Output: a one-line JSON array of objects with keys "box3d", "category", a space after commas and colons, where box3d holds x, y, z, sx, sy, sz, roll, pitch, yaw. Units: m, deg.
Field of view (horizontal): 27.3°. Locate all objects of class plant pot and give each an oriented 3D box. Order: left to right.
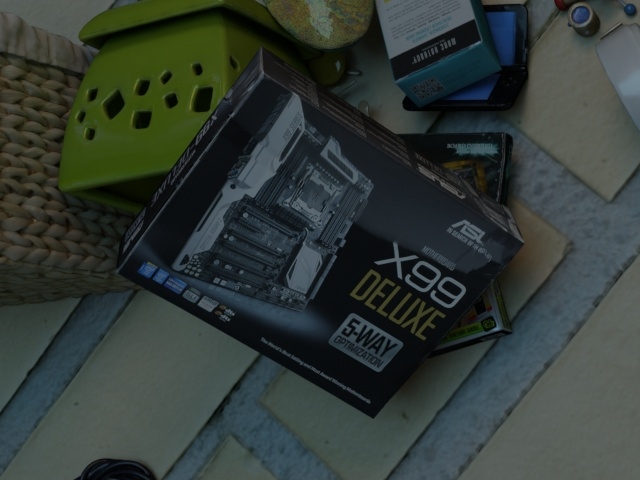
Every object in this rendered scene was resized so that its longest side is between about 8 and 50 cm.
[{"box3d": [-0.125, -0.145, 1.414, 0.227, 0.228, 0.207, -9, 76, 30], "category": "plant pot"}]

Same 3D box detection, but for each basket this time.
[{"box3d": [-0.393, -0.071, 1.479, 0.328, 0.331, 0.267, -8, 80, 25], "category": "basket"}]

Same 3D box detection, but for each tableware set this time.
[{"box3d": [0.005, -0.152, 1.474, 0.104, 0.024, 0.154, -33, 71, 26], "category": "tableware set"}]

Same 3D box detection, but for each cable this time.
[{"box3d": [-0.253, 0.339, 1.501, 0.184, 0.047, 0.150, -45, 66, 13], "category": "cable"}]

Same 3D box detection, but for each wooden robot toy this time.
[{"box3d": [0.267, -0.266, 1.336, 0.076, 0.079, 0.173, -18, 74, 22], "category": "wooden robot toy"}]

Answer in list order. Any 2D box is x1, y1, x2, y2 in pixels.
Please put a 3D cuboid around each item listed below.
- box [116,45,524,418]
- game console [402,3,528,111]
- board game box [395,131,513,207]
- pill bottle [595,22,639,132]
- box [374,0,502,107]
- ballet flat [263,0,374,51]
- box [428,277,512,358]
[{"box3d": [0.000, 0.000, 1.257, 0.242, 0.307, 0.076, -51, 21, 20], "category": "box"}, {"box3d": [0.151, -0.191, 1.381, 0.122, 0.071, 0.107, 2, 38, 26], "category": "game console"}, {"box3d": [0.104, -0.050, 1.371, 0.186, 0.026, 0.126, 2, 78, 28], "category": "board game box"}, {"box3d": [0.414, -0.203, 1.206, 0.301, 0.169, 0.169, -31, 70, 18], "category": "pill bottle"}, {"box3d": [0.110, -0.268, 1.389, 0.100, 0.060, 0.244, -23, 58, 20], "category": "box"}, {"box3d": [-0.030, -0.350, 1.412, 0.123, 0.123, 0.349, -31, 50, 18], "category": "ballet flat"}, {"box3d": [0.088, 0.072, 1.388, 0.207, 0.036, 0.114, -20, 73, 21], "category": "box"}]
